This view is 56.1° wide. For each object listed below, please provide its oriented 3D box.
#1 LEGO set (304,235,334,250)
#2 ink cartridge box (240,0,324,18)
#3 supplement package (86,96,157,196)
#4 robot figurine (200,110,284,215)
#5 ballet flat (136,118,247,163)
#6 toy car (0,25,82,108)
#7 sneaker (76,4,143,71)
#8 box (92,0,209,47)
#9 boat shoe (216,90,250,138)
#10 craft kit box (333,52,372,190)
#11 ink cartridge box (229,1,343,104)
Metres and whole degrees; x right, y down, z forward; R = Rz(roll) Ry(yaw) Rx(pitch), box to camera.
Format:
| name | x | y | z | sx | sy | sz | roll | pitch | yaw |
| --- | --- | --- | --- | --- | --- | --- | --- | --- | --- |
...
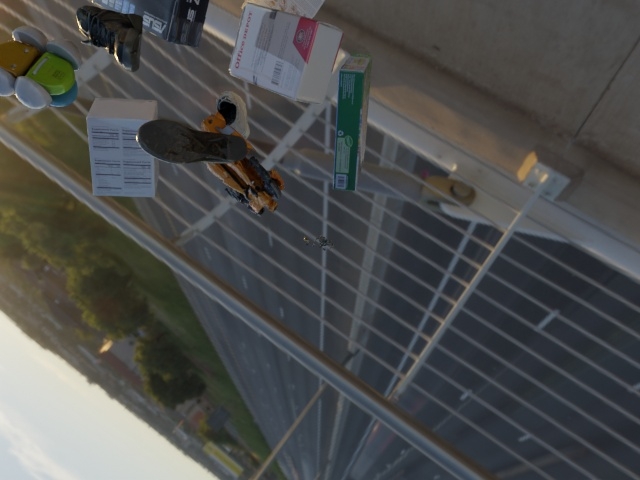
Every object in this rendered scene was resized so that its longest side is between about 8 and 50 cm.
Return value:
| name | x | y | z | sx | sy | sz | roll | pitch | yaw |
| --- | --- | --- | --- | --- | --- | --- | --- | --- | --- |
| LEGO set | 0.000 | 0.001 | 1.508 | 0.054 | 0.083 | 0.023 | 48 | 126 | 37 |
| ink cartridge box | -0.107 | -0.771 | 1.852 | 0.066 | 0.261 | 0.296 | 40 | -169 | 30 |
| supplement package | -0.632 | -0.303 | 1.950 | 0.199 | 0.197 | 0.263 | -108 | 21 | -58 |
| robot figurine | -0.211 | -0.194 | 1.594 | 0.291 | 0.085 | 0.211 | 46 | 151 | -7 |
| ballet flat | -0.261 | -0.195 | 1.217 | 0.058 | 0.249 | 0.084 | 7 | 97 | 45 |
| toy car | -0.583 | -0.338 | 1.244 | 0.181 | 0.159 | 0.136 | 22 | 156 | 9 |
| sneaker | -0.423 | -0.404 | 1.202 | 0.228 | 0.130 | 0.087 | -112 | 31 | -50 |
| box | -0.389 | -0.670 | 1.418 | 0.395 | 0.097 | 0.318 | 36 | 118 | 35 |
| boat shoe | -0.259 | -0.375 | 1.727 | 0.081 | 0.079 | 0.228 | 57 | -172 | -48 |
| craft kit box | 0.072 | -0.266 | 1.317 | 0.060 | 0.247 | 0.250 | 5 | 116 | 4 |
| ink cartridge box | -0.100 | -0.513 | 1.643 | 0.283 | 0.207 | 0.117 | 30 | -159 | 35 |
